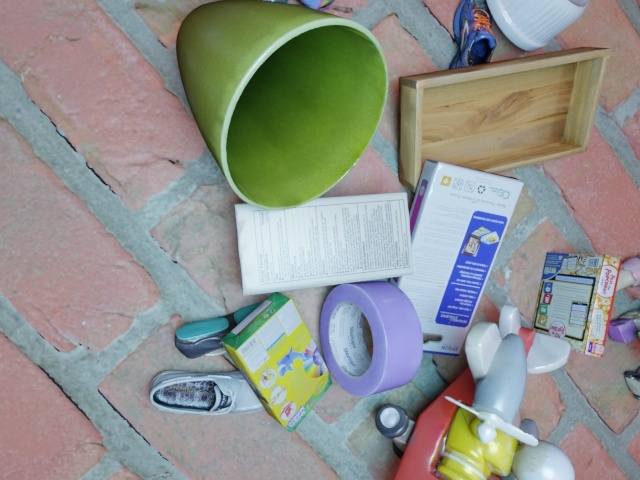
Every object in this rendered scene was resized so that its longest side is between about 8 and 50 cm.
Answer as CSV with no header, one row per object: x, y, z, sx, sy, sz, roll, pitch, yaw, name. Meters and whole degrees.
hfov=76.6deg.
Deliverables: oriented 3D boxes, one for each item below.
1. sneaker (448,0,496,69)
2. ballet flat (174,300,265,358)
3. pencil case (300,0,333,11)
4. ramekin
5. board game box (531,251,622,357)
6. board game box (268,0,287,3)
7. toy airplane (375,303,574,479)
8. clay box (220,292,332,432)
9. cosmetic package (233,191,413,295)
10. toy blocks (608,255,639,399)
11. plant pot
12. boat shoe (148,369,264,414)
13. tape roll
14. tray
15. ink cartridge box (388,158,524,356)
0.320,-0.406,0.819,0.083,0.087,0.221,6,89,-13,sneaker
-0.153,0.163,0.726,0.203,0.074,0.074,-14,93,-19,ballet flat
-0.061,-0.522,0.730,0.236,0.104,0.104,42,81,-7,pencil case
0.434,-0.500,0.803,0.207,0.109,0.207,6,77,-29,ramekin
0.518,0.124,0.834,0.045,0.147,0.194,14,88,-12,board game box
-0.157,-0.455,0.674,0.210,0.160,0.047,27,112,-12,board game box
0.320,0.311,0.713,0.386,0.272,0.385,5,109,-35,toy airplane
-0.065,0.214,0.700,0.127,0.053,0.222,-41,125,-31,clay box
0.000,0.000,0.725,0.296,0.129,0.153,-4,92,-13,cosmetic package
0.795,0.172,0.824,0.260,0.288,0.309,-23,92,-7,toy blocks
-0.096,-0.244,0.620,0.274,0.275,0.293,-37,60,-10,plant pot
-0.181,0.272,0.706,0.227,0.081,0.079,8,87,-14,boat shoe
0.082,0.166,0.704,0.080,0.189,0.189,-2,90,-32,tape roll
0.352,-0.241,0.795,0.410,0.076,0.203,-15,121,-13,tray
0.238,0.043,0.783,0.175,0.069,0.371,10,104,-13,ink cartridge box
